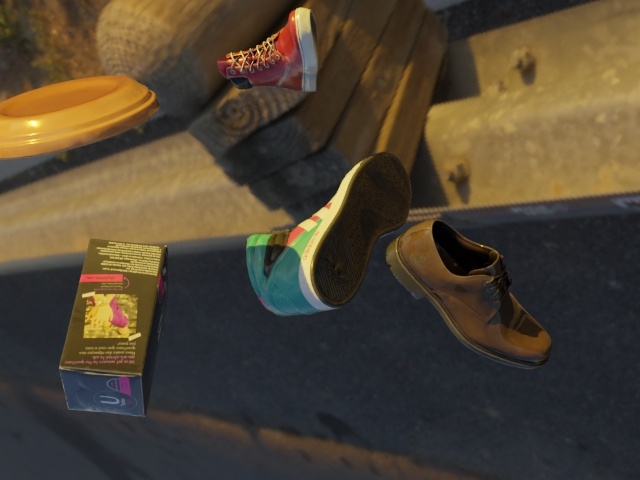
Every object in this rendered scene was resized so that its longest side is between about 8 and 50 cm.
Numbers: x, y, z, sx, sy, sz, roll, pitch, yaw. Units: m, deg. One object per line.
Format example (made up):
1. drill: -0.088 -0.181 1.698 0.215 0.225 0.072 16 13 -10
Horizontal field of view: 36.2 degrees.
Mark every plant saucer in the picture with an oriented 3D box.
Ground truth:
1. plant saucer: -0.274 -0.137 1.045 0.200 0.200 0.037 8 120 41

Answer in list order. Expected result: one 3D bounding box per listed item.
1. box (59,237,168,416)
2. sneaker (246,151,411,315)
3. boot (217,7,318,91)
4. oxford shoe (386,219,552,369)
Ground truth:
1. box: -0.359 0.153 1.735 0.144 0.270 0.165 6 145 -2
2. sneaker: 0.000 0.000 1.305 0.178 0.295 0.123 -17 115 40
3. boot: -0.092 -0.321 1.682 0.176 0.088 0.244 0 165 -2
4. oxford shoe: 0.185 0.063 1.109 0.227 0.082 0.096 39 138 -9
